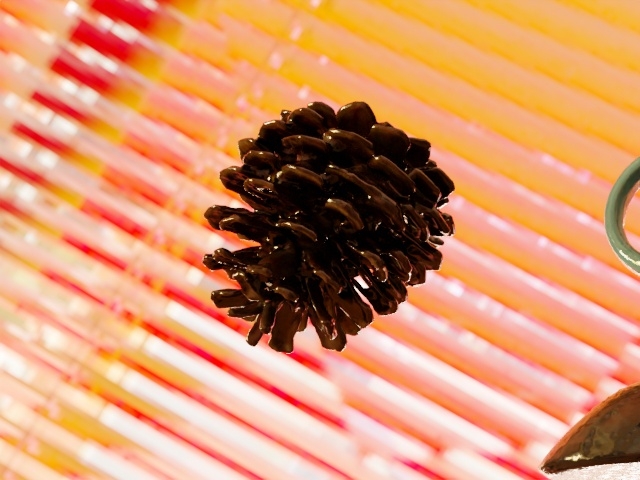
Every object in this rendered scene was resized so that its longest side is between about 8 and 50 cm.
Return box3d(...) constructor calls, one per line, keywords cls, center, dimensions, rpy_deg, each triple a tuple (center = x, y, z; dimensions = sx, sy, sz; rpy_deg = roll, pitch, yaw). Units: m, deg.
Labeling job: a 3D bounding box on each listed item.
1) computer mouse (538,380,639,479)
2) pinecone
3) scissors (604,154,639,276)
box3d(cls="computer mouse", center=(0.310, 0.151, 1.492), dimensions=(0.264, 0.088, 0.147), rpy_deg=(2, -13, -5))
box3d(cls="pinecone", center=(-0.004, -0.001, 1.223), dimensions=(0.163, 0.165, 0.163), rpy_deg=(28, -27, 16))
box3d(cls="scissors", center=(0.310, 0.099, 1.295), dimensions=(0.192, 0.447, 0.029), rpy_deg=(-17, -37, 22))
